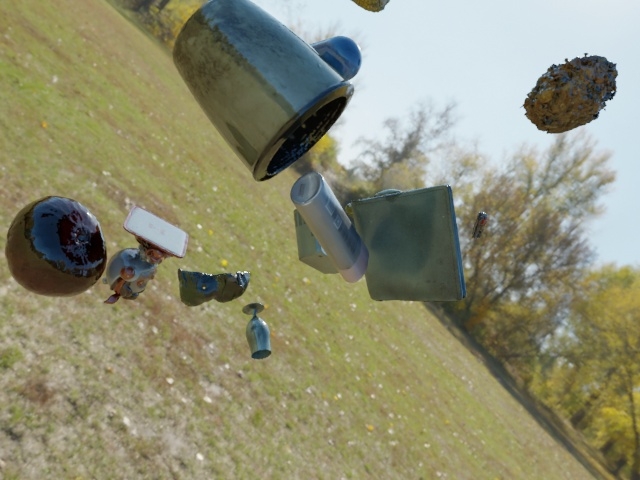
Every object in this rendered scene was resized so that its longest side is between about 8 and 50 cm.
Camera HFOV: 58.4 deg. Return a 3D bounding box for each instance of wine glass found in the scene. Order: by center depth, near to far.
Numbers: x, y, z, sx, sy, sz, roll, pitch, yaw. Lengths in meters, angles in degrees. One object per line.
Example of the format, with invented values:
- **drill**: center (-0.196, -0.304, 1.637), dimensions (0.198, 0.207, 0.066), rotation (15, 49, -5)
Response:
- **wine glass**: center (-0.239, 0.343, 2.164), dimensions (0.093, 0.093, 0.202), rotation (38, 30, -48)

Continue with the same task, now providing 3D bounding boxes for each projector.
- **projector**: center (0.000, 0.000, 2.125), dimensions (0.250, 0.108, 0.198), rotation (29, 48, -56)

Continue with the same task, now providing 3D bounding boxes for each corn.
- **corn**: center (0.088, -0.730, 1.613), dimensions (0.260, 0.091, 0.091), rotation (44, -40, 24)

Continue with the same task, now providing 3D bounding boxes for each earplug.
- **earplug**: center (-0.006, -0.426, 1.408), dimensions (0.132, 0.132, 0.273), rotation (41, -23, -31)

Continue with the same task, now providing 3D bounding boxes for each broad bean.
- **broad bean**: center (0.154, -0.100, 1.551), dimensions (0.214, 0.070, 0.048), rotation (-10, -50, 37)

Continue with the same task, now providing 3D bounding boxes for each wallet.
- **wallet**: center (0.188, 0.013, 1.291), dimensions (0.290, 0.054, 0.251), rotation (-8, -87, 52)

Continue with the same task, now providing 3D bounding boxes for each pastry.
- **pastry**: center (0.715, -0.435, 1.657), dimensions (0.275, 0.275, 0.192), rotation (36, 37, -60)

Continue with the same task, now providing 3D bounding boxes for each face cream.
- **face cream**: center (0.028, -0.023, 1.209), dimensions (0.269, 0.073, 0.107), rotation (54, 40, -44)

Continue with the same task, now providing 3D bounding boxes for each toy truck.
- **toy truck**: center (0.371, -0.037, 1.337), dimensions (0.024, 0.032, 0.083), rotation (36, -33, 25)

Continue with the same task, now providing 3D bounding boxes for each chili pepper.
- **chili pepper**: center (-0.371, 0.170, 2.052), dimensions (0.265, 0.148, 0.116), rotation (-3, 22, -27)

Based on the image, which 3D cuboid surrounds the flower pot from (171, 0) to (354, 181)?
- **flower pot**: center (-0.140, -0.338, 1.250), dimensions (0.330, 0.293, 0.293), rotation (46, 5, 5)

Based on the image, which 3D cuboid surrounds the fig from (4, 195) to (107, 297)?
- **fig**: center (-0.605, 0.018, 1.299), dimensions (0.215, 0.235, 0.235), rotation (9, -7, 18)

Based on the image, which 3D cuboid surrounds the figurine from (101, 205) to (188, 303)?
- **figurine**: center (-0.460, 0.063, 1.424), dimensions (0.160, 0.226, 0.183), rotation (31, 13, -18)
